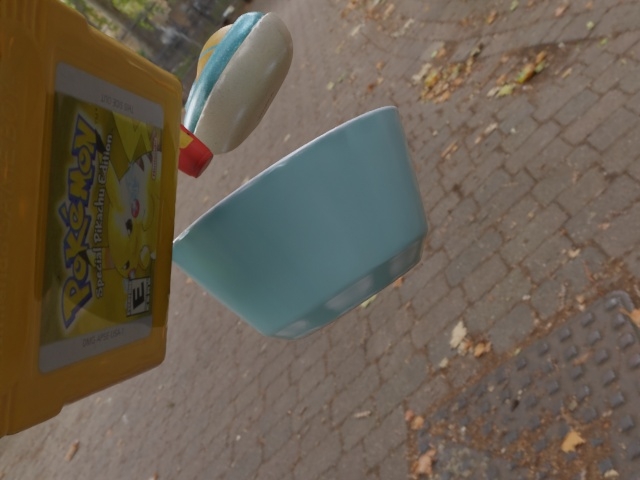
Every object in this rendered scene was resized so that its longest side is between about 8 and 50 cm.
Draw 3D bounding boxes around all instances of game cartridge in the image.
[{"bbox_3d":[-0.185,-0.018,0.542,0.323,0.052,0.286,-5,-81,-82],"label":"game cartridge"}]

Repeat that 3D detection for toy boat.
[{"bbox_3d":[-0.167,-0.220,1.088,0.267,0.148,0.318,-52,3,44],"label":"toy boat"}]

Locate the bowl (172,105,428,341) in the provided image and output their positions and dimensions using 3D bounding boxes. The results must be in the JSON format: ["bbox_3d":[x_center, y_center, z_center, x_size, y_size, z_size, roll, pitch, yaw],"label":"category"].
[{"bbox_3d":[0.000,0.000,0.831,0.311,0.163,0.311,-34,-2,-1],"label":"bowl"}]
